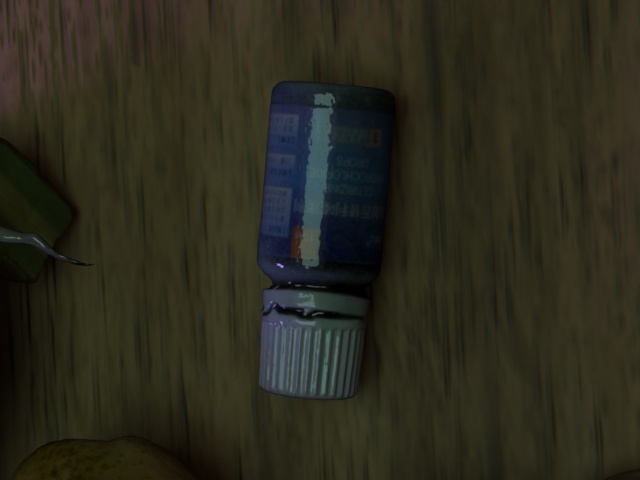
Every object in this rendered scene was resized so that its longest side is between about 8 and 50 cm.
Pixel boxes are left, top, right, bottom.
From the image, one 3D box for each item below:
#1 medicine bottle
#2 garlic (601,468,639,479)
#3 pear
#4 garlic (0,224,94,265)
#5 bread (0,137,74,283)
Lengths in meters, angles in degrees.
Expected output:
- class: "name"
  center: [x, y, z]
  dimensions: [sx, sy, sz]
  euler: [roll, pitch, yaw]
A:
- class: "medicine bottle"
  center: [0.000, 0.000, 1.249]
  dimensions: [0.083, 0.083, 0.203]
  euler: [7, 94, 18]
- class: "garlic"
  center: [0.232, 0.196, 1.170]
  dimensions: [0.206, 0.128, 0.115]
  euler: [35, 78, 20]
- class: "pear"
  center: [-0.137, 0.208, 1.248]
  dimensions: [0.178, 0.178, 0.178]
  euler: [0, 90, 18]
- class: "garlic"
  center: [-0.333, 0.123, 1.262]
  dimensions: [0.246, 0.231, 0.340]
  euler: [30, 116, 25]
- class: "bread"
  center: [-0.255, -0.014, 1.344]
  dimensions: [0.139, 0.084, 0.074]
  euler: [-10, 43, 40]
